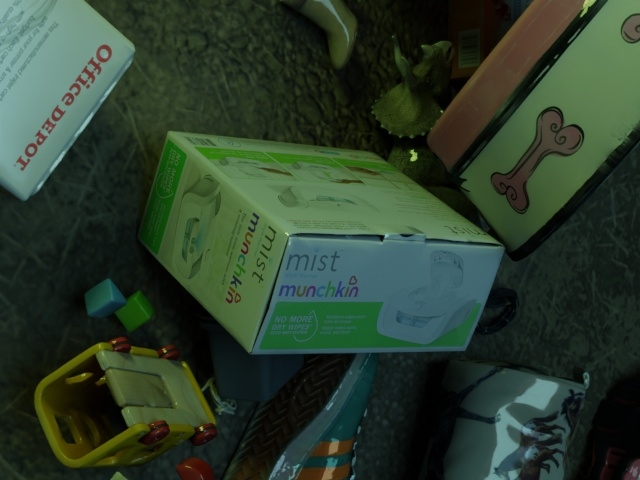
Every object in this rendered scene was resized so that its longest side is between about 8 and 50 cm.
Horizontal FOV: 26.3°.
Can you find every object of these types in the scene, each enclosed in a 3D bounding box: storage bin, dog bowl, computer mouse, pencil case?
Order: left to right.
[{"bbox_3d":[-0.067,0.099,1.359,0.135,0.098,0.091,-36,127,-65],"label":"storage bin"},{"bbox_3d":[0.142,0.074,1.568,0.242,0.041,0.071,6,85,-44],"label":"computer mouse"},{"bbox_3d":[0.188,0.323,1.518,0.183,0.160,0.410,17,80,-20],"label":"pencil case"},{"bbox_3d":[0.263,-0.181,1.323,0.150,0.408,0.408,40,63,3],"label":"dog bowl"}]

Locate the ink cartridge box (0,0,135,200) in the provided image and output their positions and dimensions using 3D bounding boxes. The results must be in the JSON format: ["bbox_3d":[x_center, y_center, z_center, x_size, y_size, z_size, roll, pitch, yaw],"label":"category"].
[{"bbox_3d":[-0.304,-0.172,1.161,0.237,0.100,0.172,41,76,-31],"label":"ink cartridge box"}]

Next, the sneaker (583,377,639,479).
[{"bbox_3d":[0.400,0.304,1.735,0.136,0.116,0.314,46,71,-40],"label":"sneaker"}]

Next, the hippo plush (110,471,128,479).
[{"bbox_3d":[-0.197,0.350,1.231,0.294,0.234,0.236,-61,155,-3],"label":"hippo plush"}]

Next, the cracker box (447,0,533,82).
[{"bbox_3d":[0.256,-0.261,1.628,0.232,0.067,0.156,0,91,-38],"label":"cracker box"}]

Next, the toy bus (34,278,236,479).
[{"bbox_3d":[-0.177,0.159,1.270,0.104,0.191,0.202,-32,116,13],"label":"toy bus"}]

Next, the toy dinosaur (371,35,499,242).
[{"bbox_3d":[0.126,-0.063,1.519,0.160,0.121,0.314,0,95,-26],"label":"toy dinosaur"}]

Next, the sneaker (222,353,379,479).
[{"bbox_3d":[-0.014,0.235,1.404,0.121,0.108,0.302,39,76,-32],"label":"sneaker"}]

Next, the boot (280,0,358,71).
[{"bbox_3d":[-0.003,-0.246,1.449,0.087,0.042,0.118,11,82,-31],"label":"boot"}]

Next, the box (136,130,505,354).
[{"bbox_3d":[0.000,0.000,1.311,0.262,0.231,0.127,3,115,-39],"label":"box"}]
